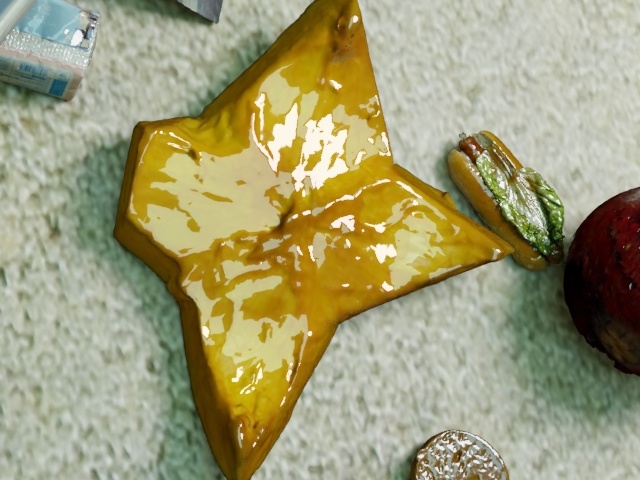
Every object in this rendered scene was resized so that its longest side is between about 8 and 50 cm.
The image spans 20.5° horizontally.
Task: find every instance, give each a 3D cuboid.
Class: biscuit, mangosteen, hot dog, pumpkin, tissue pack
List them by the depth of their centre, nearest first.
[{"bbox_3d":[-0.214,-0.146,1.295,0.094,0.074,0.059,15,72,-14],"label":"tissue pack"},{"bbox_3d":[-0.026,-0.006,1.306,0.290,0.095,0.258,-36,94,-14],"label":"pumpkin"},{"bbox_3d":[0.121,0.242,1.328,0.138,0.031,0.205,-15,84,-17],"label":"biscuit"},{"bbox_3d":[0.279,0.025,1.342,0.180,0.166,0.166,-29,88,-24],"label":"mangosteen"},{"bbox_3d":[0.151,-0.032,1.381,0.056,0.041,0.133,-37,90,-17],"label":"hot dog"}]

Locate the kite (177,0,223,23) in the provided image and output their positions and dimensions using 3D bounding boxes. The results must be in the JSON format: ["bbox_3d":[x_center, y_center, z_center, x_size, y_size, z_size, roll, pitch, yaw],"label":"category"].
[{"bbox_3d":[-0.150,-0.280,1.267,0.310,0.015,0.169,21,75,-54],"label":"kite"}]

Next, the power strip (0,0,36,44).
[{"bbox_3d":[-0.193,-0.281,1.296,0.106,0.043,0.367,34,57,-5],"label":"power strip"}]
